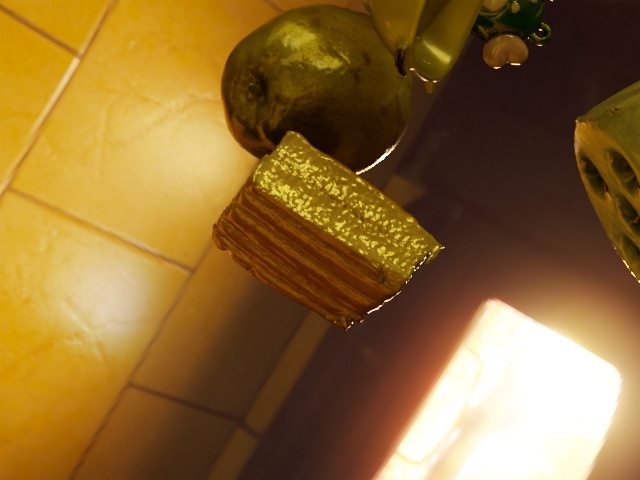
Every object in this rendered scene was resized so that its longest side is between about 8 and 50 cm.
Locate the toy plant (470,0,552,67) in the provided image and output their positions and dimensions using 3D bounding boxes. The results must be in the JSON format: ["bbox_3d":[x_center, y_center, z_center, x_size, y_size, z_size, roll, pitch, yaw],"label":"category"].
[{"bbox_3d":[0.264,-0.384,1.989,0.112,0.243,0.232,99,11,-72],"label":"toy plant"}]

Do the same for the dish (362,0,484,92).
[{"bbox_3d":[0.126,-0.326,1.559,0.221,0.108,0.262,9,104,-67],"label":"dish"}]

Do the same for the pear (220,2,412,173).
[{"bbox_3d":[-0.001,-0.207,1.793,0.321,0.269,0.269,-9,122,-58],"label":"pear"}]

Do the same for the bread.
[{"bbox_3d":[0.000,0.000,1.623,0.111,0.246,0.239,-57,-175,-25],"label":"bread"}]

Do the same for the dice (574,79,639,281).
[{"bbox_3d":[0.469,-0.084,1.457,0.268,0.264,0.262,-29,94,-5],"label":"dice"}]
